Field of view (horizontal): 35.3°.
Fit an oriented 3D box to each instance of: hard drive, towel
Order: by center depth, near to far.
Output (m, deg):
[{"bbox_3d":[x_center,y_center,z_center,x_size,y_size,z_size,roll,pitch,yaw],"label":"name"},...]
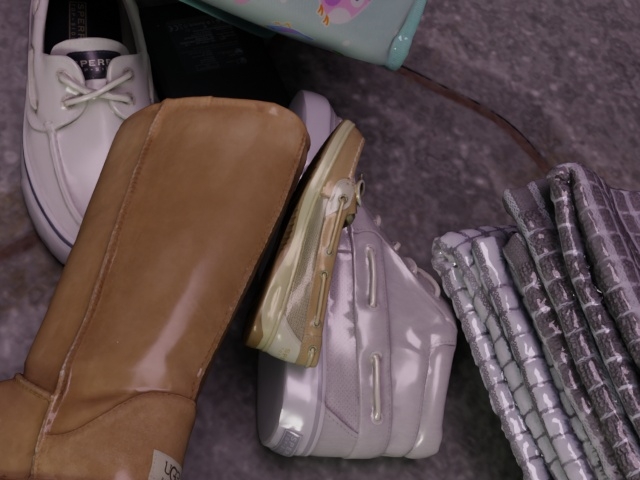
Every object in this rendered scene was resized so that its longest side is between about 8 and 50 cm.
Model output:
[{"bbox_3d":[0.232,0.086,0.653,0.235,0.121,0.284,1,58,-37],"label":"towel"},{"bbox_3d":[-0.081,-0.128,0.778,0.094,0.022,0.135,-14,65,-23],"label":"hard drive"}]

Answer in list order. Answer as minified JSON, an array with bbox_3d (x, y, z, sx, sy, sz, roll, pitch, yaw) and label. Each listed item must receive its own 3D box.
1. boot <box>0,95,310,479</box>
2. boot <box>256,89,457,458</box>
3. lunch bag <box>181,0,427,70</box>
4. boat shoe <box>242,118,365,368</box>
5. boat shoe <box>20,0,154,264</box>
[{"bbox_3d":[-0.145,0.040,0.587,0.236,0.089,0.270,5,58,17],"label":"boot"},{"bbox_3d":[0.026,0.024,0.691,0.123,0.095,0.258,9,67,-18],"label":"boot"},{"bbox_3d":[-0.065,-0.239,0.709,0.223,0.160,0.262,15,14,-37],"label":"lunch bag"},{"bbox_3d":[0.000,0.000,0.611,0.048,0.056,0.153,23,70,-8],"label":"boat shoe"},{"bbox_3d":[-0.159,-0.106,0.704,0.096,0.088,0.268,1,60,-15],"label":"boat shoe"}]
